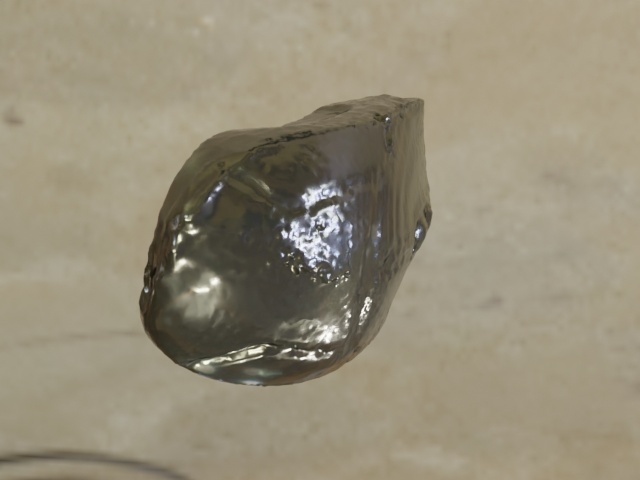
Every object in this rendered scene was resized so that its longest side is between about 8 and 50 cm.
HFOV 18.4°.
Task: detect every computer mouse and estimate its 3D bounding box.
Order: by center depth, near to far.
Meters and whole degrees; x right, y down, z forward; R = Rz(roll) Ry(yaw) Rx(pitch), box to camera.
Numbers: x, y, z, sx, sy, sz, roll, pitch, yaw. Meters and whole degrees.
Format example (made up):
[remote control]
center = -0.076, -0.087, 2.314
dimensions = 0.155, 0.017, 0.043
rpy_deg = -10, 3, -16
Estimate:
[computer mouse]
center = 0.000, 0.000, 0.870
dimensions = 0.073, 0.122, 0.217
rpy_deg = 18, -163, 20
